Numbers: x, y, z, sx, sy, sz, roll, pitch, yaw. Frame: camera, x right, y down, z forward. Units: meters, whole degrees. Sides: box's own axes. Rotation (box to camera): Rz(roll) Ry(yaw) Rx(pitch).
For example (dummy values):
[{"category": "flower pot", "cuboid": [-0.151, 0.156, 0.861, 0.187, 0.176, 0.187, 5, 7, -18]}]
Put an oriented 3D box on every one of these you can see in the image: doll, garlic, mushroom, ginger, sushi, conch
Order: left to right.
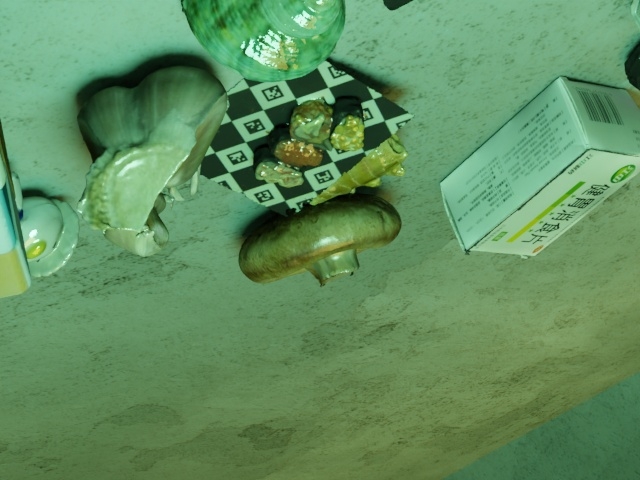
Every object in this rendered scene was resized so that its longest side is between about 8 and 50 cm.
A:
[{"category": "doll", "cuboid": [-0.439, -0.028, 1.727, 0.138, 0.119, 0.293, -48, 149, 6]}, {"category": "garlic", "cuboid": [-0.210, -0.100, 1.616, 0.210, 0.238, 0.292, -10, -168, 5]}, {"category": "conch", "cuboid": [-0.055, -0.270, 1.490, 0.188, 0.122, 0.176, -36, 125, 26]}, {"category": "sushi", "cuboid": [-0.046, -0.131, 1.777, 0.264, 0.050, 0.290, 27, 132, -36]}, {"category": "mushroom", "cuboid": [0.000, 0.000, 2.031, 0.278, 0.146, 0.278, -20, 177, -1]}, {"category": "ginger", "cuboid": [0.060, -0.122, 1.900, 0.115, 0.081, 0.205, 4, 146, -30]}]

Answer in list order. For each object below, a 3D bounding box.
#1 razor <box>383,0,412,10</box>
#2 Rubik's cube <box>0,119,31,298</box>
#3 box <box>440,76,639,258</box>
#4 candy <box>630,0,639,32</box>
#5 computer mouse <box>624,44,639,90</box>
[{"category": "razor", "cuboid": [0.192, -0.386, 1.424, 0.326, 0.107, 0.189, -22, 155, 11]}, {"category": "Rubik's cube", "cuboid": [-0.499, -0.126, 1.228, 0.346, 0.347, 0.344, -11, 155, -12]}, {"category": "box", "cuboid": [0.367, -0.109, 2.053, 0.173, 0.145, 0.333, 5, 146, -36]}, {"category": "candy", "cuboid": [0.526, -0.309, 1.713, 0.137, 0.185, 0.195, -10, 154, -6]}, {"category": "computer mouse", "cuboid": [0.574, -0.288, 1.910, 0.217, 0.074, 0.122, -15, 153, 8]}]
